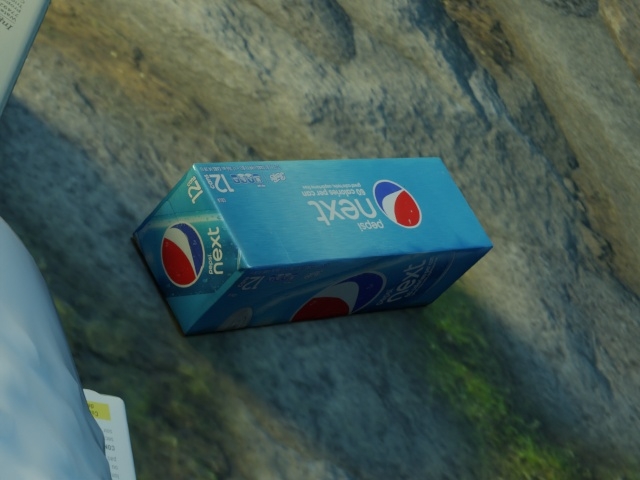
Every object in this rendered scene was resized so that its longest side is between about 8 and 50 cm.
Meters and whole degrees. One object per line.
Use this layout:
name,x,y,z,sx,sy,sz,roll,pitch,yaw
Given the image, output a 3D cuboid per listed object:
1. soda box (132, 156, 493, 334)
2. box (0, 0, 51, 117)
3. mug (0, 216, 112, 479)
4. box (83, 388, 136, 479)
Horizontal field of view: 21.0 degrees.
soda box,0.000,0.000,0.996,0.210,0.067,0.071,-5,58,-46
box,-0.216,-0.061,0.827,0.113,0.094,0.275,31,37,-16
mug,-0.151,0.203,0.433,0.276,0.374,0.328,-18,51,-9
box,-0.121,0.171,0.710,0.101,0.060,0.244,16,44,-33
